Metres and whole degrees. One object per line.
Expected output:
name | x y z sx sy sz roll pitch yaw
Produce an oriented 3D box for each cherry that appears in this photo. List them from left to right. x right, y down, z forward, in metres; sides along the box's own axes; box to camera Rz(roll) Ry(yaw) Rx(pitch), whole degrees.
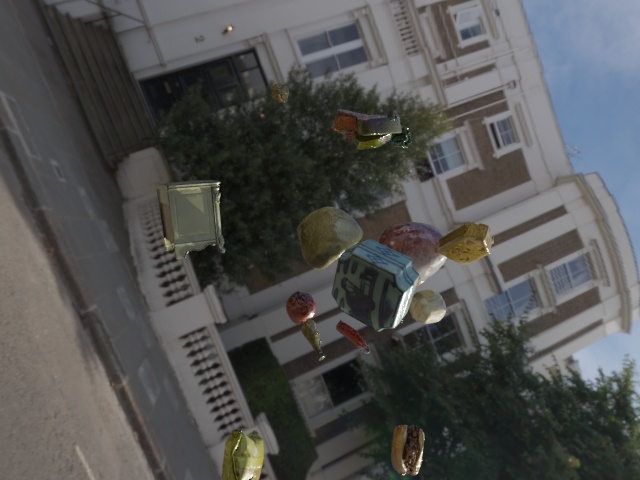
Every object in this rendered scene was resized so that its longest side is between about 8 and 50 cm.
cherry | 0.447 0.066 2.185 0.291 0.334 0.326 -84 167 -47

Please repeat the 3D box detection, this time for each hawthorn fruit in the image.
hawthorn fruit | -0.088 0.327 2.115 0.148 0.148 0.172 -129 -152 -54

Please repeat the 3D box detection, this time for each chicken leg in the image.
chicken leg | -0.025 0.424 1.935 0.178 0.070 0.093 64 8 24

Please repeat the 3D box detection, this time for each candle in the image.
candle | 0.125 0.366 1.711 0.162 0.053 0.048 39 21 16

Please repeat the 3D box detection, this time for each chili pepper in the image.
chili pepper | 0.376 -0.551 2.396 0.062 0.216 0.108 -35 131 -76

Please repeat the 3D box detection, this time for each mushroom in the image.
mushroom | -0.002 -0.008 1.963 0.217 0.212 0.292 49 -47 -8

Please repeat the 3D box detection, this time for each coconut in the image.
coconut | 0.511 0.312 2.136 0.161 0.162 0.161 180 -90 -71

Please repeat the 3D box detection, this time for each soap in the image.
soap | 0.626 0.012 1.911 0.160 0.080 0.257 26 -25 -8

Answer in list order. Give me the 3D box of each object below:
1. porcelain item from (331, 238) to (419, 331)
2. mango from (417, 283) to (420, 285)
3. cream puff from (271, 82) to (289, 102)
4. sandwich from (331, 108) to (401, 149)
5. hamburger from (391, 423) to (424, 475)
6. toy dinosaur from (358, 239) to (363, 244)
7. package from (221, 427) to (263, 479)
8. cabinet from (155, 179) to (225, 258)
porcelain item | 0.191 0.164 1.634 0.285 0.157 0.281 28 -54 23
mango | 0.548 0.163 2.521 0.102 0.217 0.141 38 -22 -14
cream puff | -0.161 -0.598 1.823 0.083 0.083 0.058 38 -31 12
sandwich | 0.175 -0.481 1.982 0.301 0.250 0.162 20 -65 36
hamburger | 0.410 0.994 2.131 0.245 0.155 0.282 21 74 -78
toy dinosaur | 0.255 0.026 2.678 0.126 0.162 0.039 -4 -67 38
package | -0.216 0.617 1.269 0.226 0.090 0.168 67 24 -63
cabinet | -0.580 -0.103 2.029 0.290 0.227 0.318 13 -70 59
